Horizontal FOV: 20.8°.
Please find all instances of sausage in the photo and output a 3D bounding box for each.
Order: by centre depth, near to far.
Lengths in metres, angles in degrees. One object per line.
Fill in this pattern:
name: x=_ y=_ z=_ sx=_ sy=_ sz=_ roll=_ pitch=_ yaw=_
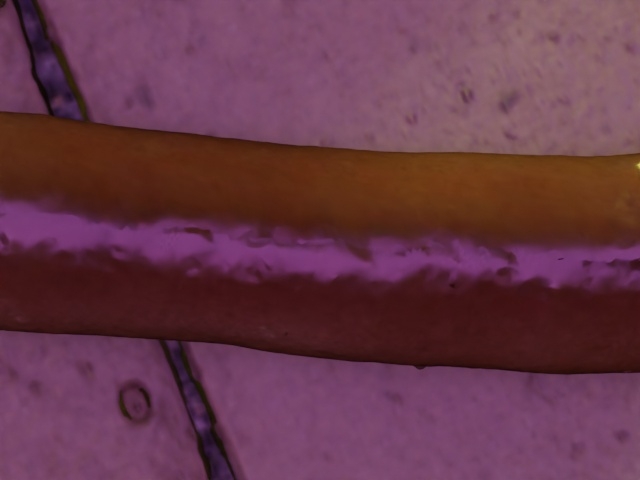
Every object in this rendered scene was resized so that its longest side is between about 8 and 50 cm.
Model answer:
sausage: x=0.000 y=0.000 z=0.680 sx=0.419 sy=0.094 sz=0.094 roll=4 pitch=63 yaw=-2

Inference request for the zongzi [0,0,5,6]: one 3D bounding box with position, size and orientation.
zongzi: x=-0.093 y=-0.209 z=0.699 sx=0.178 sy=0.081 sz=0.189 roll=-23 pitch=97 yaw=-16
